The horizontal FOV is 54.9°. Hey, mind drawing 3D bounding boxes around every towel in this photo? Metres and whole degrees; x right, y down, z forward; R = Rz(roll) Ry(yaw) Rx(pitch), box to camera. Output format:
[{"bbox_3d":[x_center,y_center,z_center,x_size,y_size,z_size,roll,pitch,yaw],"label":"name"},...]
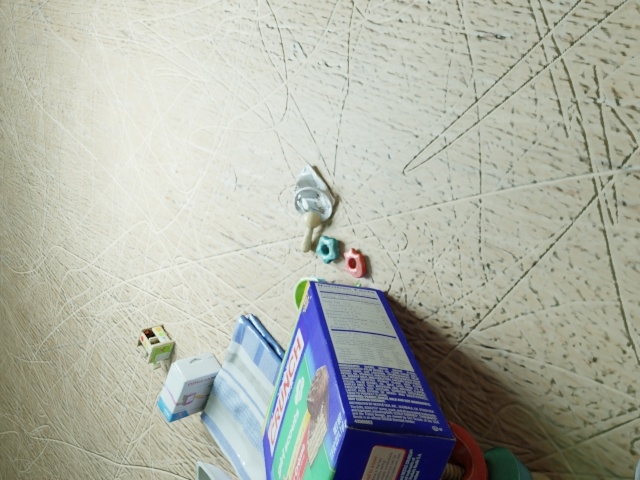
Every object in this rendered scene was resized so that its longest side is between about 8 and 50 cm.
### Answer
[{"bbox_3d":[-0.122,0.295,1.092,0.209,0.034,0.285,45,126,31],"label":"towel"}]

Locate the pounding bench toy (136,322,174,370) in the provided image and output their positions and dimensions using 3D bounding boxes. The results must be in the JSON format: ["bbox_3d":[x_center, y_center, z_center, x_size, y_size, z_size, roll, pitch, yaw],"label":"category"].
[{"bbox_3d":[-0.357,0.227,1.310,0.065,0.052,0.083,45,126,32],"label":"pounding bench toy"}]

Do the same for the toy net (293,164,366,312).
[{"bbox_3d":[0.000,0.000,0.904,0.122,0.045,0.233,-14,87,47],"label":"toy net"}]

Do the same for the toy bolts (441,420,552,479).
[{"bbox_3d":[0.173,0.295,0.748,0.228,0.158,0.218,126,162,-48],"label":"toy bolts"}]

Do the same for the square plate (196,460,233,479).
[{"bbox_3d":[-0.053,0.506,0.838,0.347,0.049,0.344,35,134,33],"label":"square plate"}]

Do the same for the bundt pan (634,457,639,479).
[{"bbox_3d":[0.421,0.201,0.442,0.330,0.124,0.331,11,105,46],"label":"bundt pan"}]

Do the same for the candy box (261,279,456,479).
[{"bbox_3d":[0.021,0.235,0.749,0.317,0.122,0.268,-109,33,-67],"label":"candy box"}]

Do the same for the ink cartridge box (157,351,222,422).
[{"bbox_3d":[-0.249,0.280,1.181,0.052,0.088,0.123,45,126,32],"label":"ink cartridge box"}]
